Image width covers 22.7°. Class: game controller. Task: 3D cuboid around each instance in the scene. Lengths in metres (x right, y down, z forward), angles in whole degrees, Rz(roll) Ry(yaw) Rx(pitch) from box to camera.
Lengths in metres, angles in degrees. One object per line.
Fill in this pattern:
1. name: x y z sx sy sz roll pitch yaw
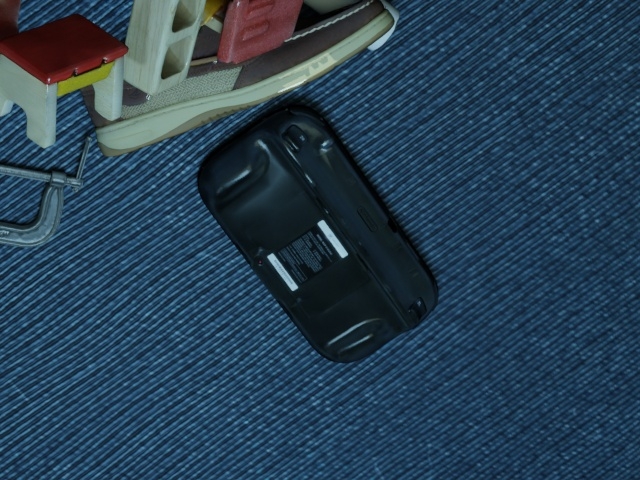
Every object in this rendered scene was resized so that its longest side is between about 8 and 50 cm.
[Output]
1. game controller: 0.000 0.000 1.823 0.166 0.067 0.319 -30 115 13

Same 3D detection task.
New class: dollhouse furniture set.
1. dollhouse furniture set: -0.186 -0.249 1.478 0.374 0.201 0.152 -31 146 -48

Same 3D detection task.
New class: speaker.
1. speaker: 0.018 -0.264 1.722 0.136 0.055 0.055 32 99 -23

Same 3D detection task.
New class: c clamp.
1. c clamp: -0.336 -0.058 1.727 0.160 0.022 0.137 4 114 -18

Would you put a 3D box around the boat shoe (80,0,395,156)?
1. boat shoe: -0.095 -0.201 1.674 0.342 0.123 0.123 -20 100 12
